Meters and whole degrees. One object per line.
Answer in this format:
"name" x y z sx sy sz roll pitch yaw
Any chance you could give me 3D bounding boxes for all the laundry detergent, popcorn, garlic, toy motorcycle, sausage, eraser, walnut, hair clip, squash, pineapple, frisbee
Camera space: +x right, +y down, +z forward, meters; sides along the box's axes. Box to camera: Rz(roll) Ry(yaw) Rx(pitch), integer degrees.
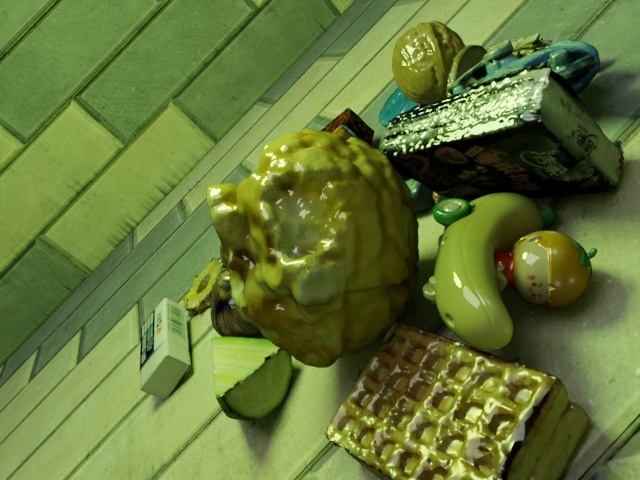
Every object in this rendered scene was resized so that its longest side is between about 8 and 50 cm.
"laundry detergent" 0.161 -0.089 1.207 0.206 0.061 0.097 -16 32 46
"popcorn" 0.015 0.010 0.917 0.354 0.390 0.344 -50 41 11
"garlic" -0.183 0.122 1.298 0.245 0.160 0.245 -38 33 30
"toy motorcycle" 0.391 -0.314 1.056 0.319 0.182 0.241 -13 41 49
"sausage" 0.260 -0.117 1.139 0.031 0.031 0.107 -14 41 47
"eraser" -0.426 0.286 1.478 0.130 0.086 0.287 -53 27 10
"walnut" 0.285 -0.448 1.389 0.213 0.213 0.213 -34 28 22
"hair clip" 0.476 -0.462 1.299 0.062 0.056 0.214 -63 18 2
"squash" -0.193 0.293 1.115 0.288 0.111 0.203 -9 17 44
"pineapple" -0.342 0.141 1.641 0.221 0.047 0.221 -37 28 24
"frisbee" 0.260 -0.427 1.569 0.242 0.045 0.242 -36 28 22

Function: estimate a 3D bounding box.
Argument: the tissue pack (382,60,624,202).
"tissue pack" 0.294 -0.152 0.903 0.332 0.245 0.123 -4 66 54

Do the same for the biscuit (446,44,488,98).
"biscuit" 0.346 -0.375 1.260 0.038 0.141 0.290 2 49 39

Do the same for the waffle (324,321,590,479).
"waffle" 0.159 0.242 0.709 0.213 0.091 0.308 -54 26 -16

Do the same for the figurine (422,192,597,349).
"figurine" 0.267 0.036 0.774 0.222 0.124 0.324 2 31 19

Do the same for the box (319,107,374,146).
"box" -0.002 -0.155 1.449 0.264 0.116 0.415 -36 25 34

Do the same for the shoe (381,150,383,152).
"shoe" 0.156 -0.184 1.299 0.077 0.074 0.194 -57 8 12
